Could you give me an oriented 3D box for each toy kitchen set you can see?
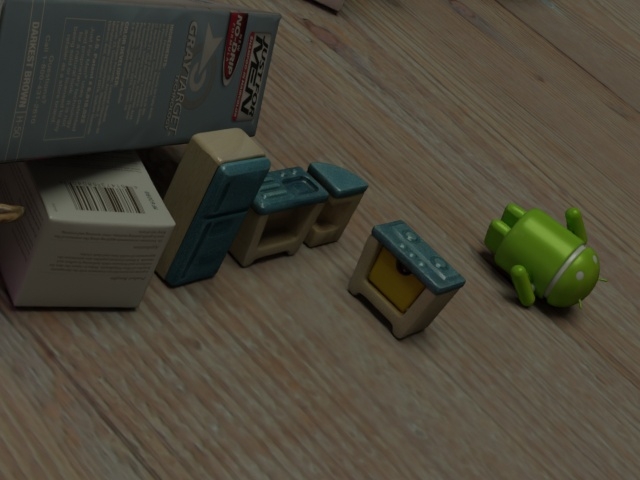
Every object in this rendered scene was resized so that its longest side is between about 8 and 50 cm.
[{"bbox_3d":[0.000,0.000,1.057,0.207,0.122,0.166,-15,52,-47],"label":"toy kitchen set"}]

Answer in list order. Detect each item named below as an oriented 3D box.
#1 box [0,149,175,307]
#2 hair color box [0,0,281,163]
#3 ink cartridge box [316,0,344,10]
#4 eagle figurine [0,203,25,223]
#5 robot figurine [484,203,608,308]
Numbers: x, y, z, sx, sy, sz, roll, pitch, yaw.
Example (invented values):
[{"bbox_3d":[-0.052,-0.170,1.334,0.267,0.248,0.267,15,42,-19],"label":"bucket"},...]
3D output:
[{"bbox_3d":[-0.179,-0.013,0.975,0.101,0.087,0.102,2,39,-35],"label":"box"},{"bbox_3d":[-0.200,-0.142,0.994,0.185,0.113,0.374,18,14,22],"label":"hair color box"},{"bbox_3d":[-0.023,-0.410,1.533,0.354,0.207,0.119,24,31,-5],"label":"ink cartridge box"},{"bbox_3d":[-0.267,0.120,0.676,0.226,0.225,0.298,-12,72,8],"label":"eagle figurine"},{"bbox_3d":[0.209,0.016,1.240,0.115,0.067,0.101,39,61,16],"label":"robot figurine"}]
